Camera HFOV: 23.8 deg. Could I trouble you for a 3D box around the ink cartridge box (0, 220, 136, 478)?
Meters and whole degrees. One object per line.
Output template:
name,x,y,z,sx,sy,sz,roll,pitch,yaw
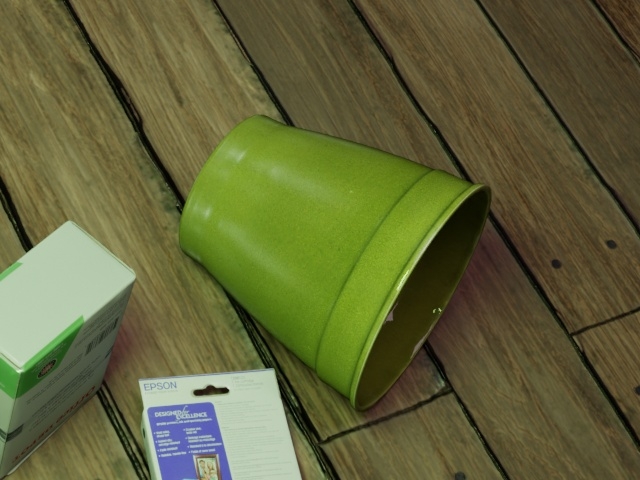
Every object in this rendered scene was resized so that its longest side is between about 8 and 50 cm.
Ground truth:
ink cartridge box,-0.368,0.145,1.946,0.121,0.289,0.211,38,52,11

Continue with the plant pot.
plant pot,0.000,0.000,2.184,0.353,0.366,0.366,30,50,15

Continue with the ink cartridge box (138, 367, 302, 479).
ink cartridge box,-0.139,0.282,2.094,0.206,0.045,0.208,-2,59,-23
